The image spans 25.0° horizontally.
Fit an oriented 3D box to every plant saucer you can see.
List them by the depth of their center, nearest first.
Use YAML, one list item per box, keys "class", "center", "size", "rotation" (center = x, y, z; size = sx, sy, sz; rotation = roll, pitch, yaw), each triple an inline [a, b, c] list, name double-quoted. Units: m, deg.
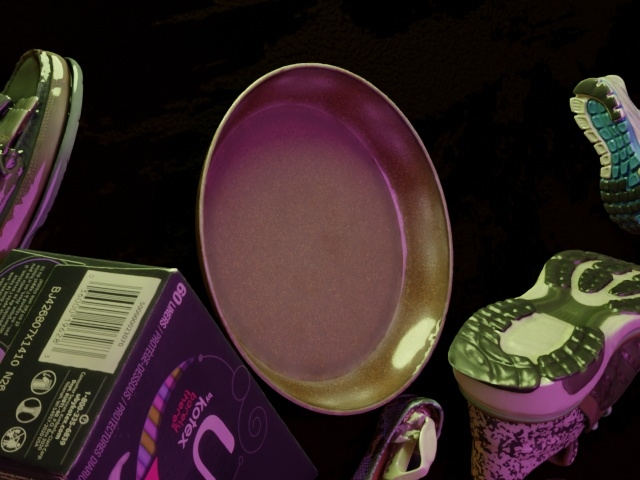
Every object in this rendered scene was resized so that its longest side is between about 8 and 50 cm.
- class: "plant saucer"
  center: [0.000, 0.000, 1.284]
  size: [0.310, 0.050, 0.311]
  rotation: [10, 75, -42]

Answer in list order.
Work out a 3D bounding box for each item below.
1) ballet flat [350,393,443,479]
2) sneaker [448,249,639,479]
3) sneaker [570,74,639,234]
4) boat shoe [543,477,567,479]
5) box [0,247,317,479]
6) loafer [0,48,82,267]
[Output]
- class: "ballet flat"
  center: [0.063, 0.219, 1.294]
  size: [0.070, 0.070, 0.188]
  rotation: [39, 58, -33]
- class: "sneaker"
  center: [0.257, 0.133, 1.483]
  size: [0.410, 0.158, 0.182]
  rotation: [-20, 128, -46]
- class: "sneaker"
  center: [0.350, -0.101, 1.632]
  size: [0.083, 0.071, 0.191]
  rotation: [-29, 103, -49]
- class: "boat shoe"
  center: [0.164, 0.354, 1.334]
  size: [0.095, 0.112, 0.335]
  rotation: [47, 57, -34]
- class: "box"
  center: [-0.133, 0.152, 1.004]
  size: [0.165, 0.143, 0.270]
  rotation: [-65, 146, -29]
- class: "loafer"
  center: [-0.243, -0.026, 1.024]
  size: [0.084, 0.096, 0.268]
  rotation: [27, 67, -32]
